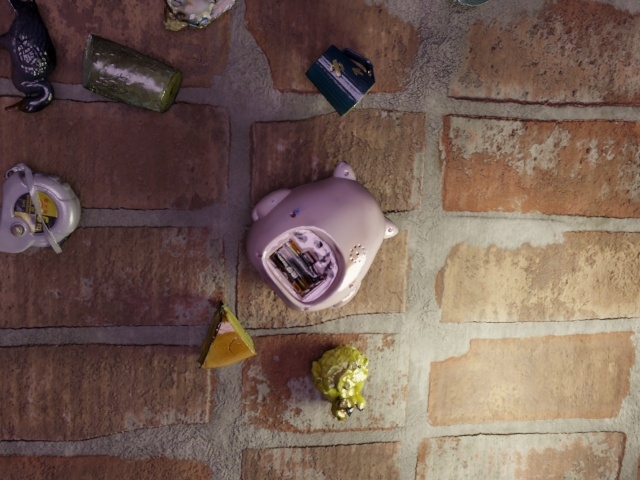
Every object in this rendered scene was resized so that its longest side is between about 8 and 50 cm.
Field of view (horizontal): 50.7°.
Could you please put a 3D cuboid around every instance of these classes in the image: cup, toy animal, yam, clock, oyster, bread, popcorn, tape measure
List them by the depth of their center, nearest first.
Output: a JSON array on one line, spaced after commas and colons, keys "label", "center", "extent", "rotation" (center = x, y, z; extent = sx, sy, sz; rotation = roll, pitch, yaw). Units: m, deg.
[{"label": "toy animal", "center": [-0.746, -0.468, 1.670], "extent": [0.185, 0.122, 0.298], "rotation": [8, 92, 0]}, {"label": "yam", "center": [-0.486, -0.414, 1.705], "extent": [0.254, 0.154, 0.154], "rotation": [21, 96, -14]}, {"label": "oyster", "center": [-0.307, -0.654, 1.728], "extent": [0.223, 0.083, 0.214], "rotation": [-8, 105, -13]}, {"label": "tape measure", "center": [-0.725, -0.075, 1.743], "extent": [0.197, 0.120, 0.236], "rotation": [10, 103, -5]}, {"label": "clock", "center": [0.000, 0.000, 1.810], "extent": [0.376, 0.250, 0.368], "rotation": [-39, 104, 0]}, {"label": "cup", "center": [0.060, -0.445, 1.814], "extent": [0.155, 0.131, 0.176], "rotation": [42, 62, -10]}, {"label": "bread", "center": [-0.284, 0.261, 1.874], "extent": [0.169, 0.140, 0.160], "rotation": [-19, 109, -5]}, {"label": "popcorn", "center": [0.069, 0.405, 1.958], "extent": [0.168, 0.173, 0.195], "rotation": [-31, 95, -25]}]

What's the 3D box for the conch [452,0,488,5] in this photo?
[{"label": "conch", "center": [0.411, -0.739, 1.807], "extent": [0.172, 0.131, 0.200], "rotation": [15, 128, -37]}]
